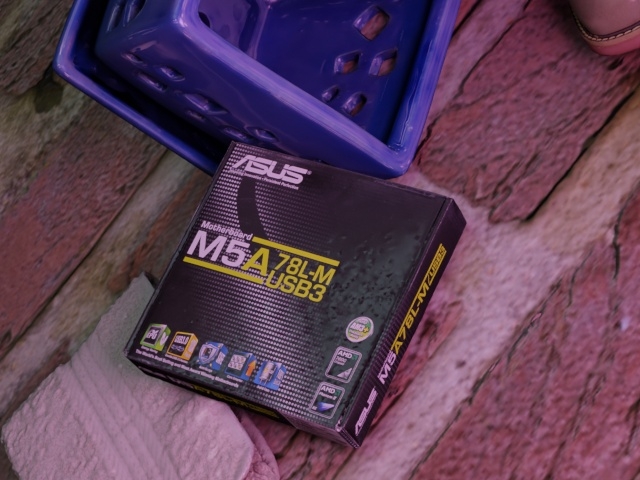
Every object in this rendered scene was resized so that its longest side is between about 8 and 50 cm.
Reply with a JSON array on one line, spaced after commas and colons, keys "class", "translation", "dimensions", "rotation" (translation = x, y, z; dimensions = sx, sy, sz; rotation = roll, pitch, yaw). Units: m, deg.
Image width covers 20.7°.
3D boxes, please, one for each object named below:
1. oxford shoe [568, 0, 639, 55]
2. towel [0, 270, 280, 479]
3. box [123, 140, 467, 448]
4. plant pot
[{"class": "oxford shoe", "translation": [0.194, -0.285, 1.239], "dimensions": [0.123, 0.130, 0.348], "rotation": [-23, 47, 31]}, {"class": "towel", "translation": [-0.142, 0.160, 1.301], "dimensions": [0.187, 0.049, 0.282], "rotation": [-46, 39, 6]}, {"class": "box", "translation": [-0.019, 0.033, 1.231], "dimensions": [0.191, 0.045, 0.184], "rotation": [17, 72, 30]}, {"class": "plant pot", "translation": [-0.053, -0.179, 1.333], "dimensions": [0.212, 0.236, 0.236], "rotation": [-13, 53, 47]}]
